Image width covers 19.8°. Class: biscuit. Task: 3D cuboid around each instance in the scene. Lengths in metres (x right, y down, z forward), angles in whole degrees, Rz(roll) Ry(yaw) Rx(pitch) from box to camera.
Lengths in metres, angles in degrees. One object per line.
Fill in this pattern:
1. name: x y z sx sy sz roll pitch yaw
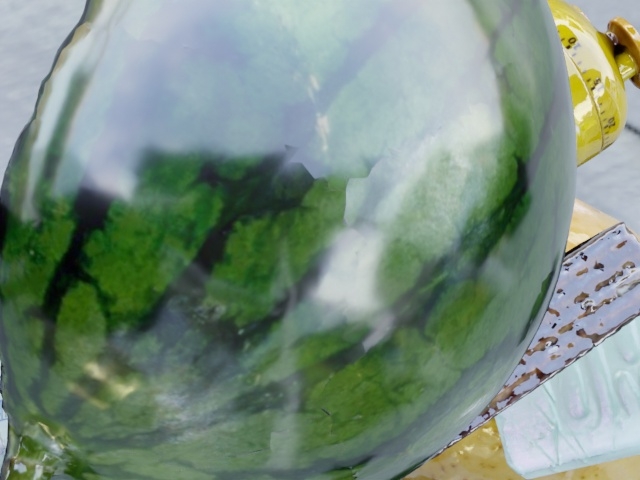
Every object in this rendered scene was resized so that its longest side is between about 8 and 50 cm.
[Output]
1. biscuit: 0.140 0.081 1.384 0.252 0.106 0.070 -32 87 -13

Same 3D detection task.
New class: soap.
1. soap: 0.275 0.110 1.583 0.261 0.094 0.150 -15 89 17

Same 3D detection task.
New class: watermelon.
1. watermelon: 0.003 -0.006 0.499 0.127 0.204 0.232 15 42 12

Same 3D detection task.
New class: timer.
1. timer: 0.123 -0.089 1.061 0.109 0.107 0.107 -32 102 -10

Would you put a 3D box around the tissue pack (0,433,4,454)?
1. tissue pack: -0.389 0.073 1.097 0.344 0.125 0.242 -20 117 -12

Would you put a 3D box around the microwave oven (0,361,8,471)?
1. microwave oven: -0.352 0.205 1.750 0.208 0.162 0.122 -9 126 -2

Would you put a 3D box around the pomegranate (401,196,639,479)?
1. pomegranate: 0.189 0.147 1.894 0.410 0.410 0.410 0 91 -21
